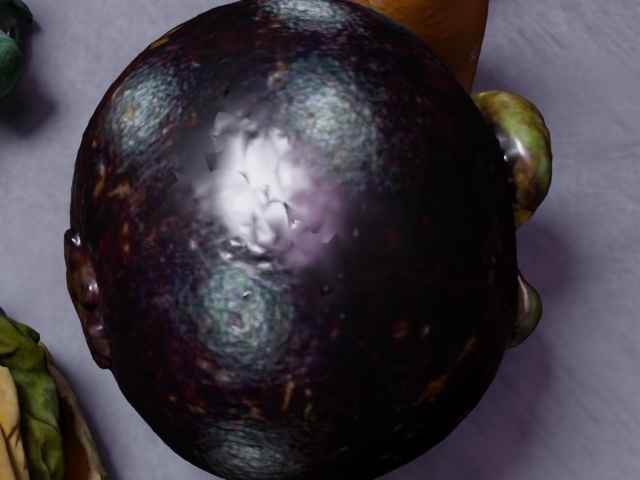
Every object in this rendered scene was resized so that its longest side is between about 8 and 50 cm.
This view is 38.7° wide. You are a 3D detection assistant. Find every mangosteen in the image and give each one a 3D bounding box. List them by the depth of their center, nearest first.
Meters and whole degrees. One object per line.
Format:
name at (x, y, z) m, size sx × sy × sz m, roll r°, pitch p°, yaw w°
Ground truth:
mangosteen at (0.000, 0.000, 0.524) m, size 0.288 × 0.288 × 0.288 m, roll 0°, pitch 71°, yaw 1°

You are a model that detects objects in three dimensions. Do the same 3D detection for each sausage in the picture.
sausage at (0.061, -0.148, 0.585) m, size 0.098 × 0.238 × 0.098 m, roll -2°, pitch 71°, yaw 5°

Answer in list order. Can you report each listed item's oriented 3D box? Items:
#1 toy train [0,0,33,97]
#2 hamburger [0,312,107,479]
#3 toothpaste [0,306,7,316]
toy train at (-0.391, -0.181, 0.665) m, size 0.369 × 0.150 × 0.237 m, roll 39°, pitch 82°, yaw 15°
hamburger at (-0.234, 0.138, 0.534) m, size 0.330 × 0.162 × 0.209 m, roll 39°, pitch 77°, yaw 18°
toothpaste at (-0.416, 0.041, 0.616) m, size 0.392 × 0.099 × 0.061 m, roll -1°, pitch 64°, yaw 5°
